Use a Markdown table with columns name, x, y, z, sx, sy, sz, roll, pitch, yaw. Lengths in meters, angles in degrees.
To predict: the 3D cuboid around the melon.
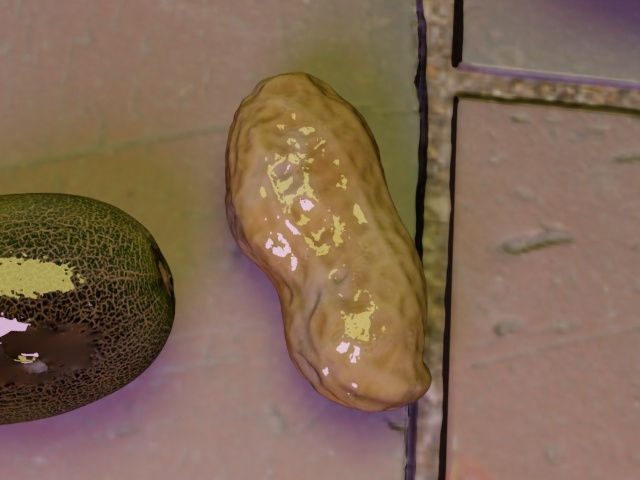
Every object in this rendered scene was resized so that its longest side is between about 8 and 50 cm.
| name | x | y | z | sx | sy | sz | roll | pitch | yaw |
| --- | --- | --- | --- | --- | --- | --- | --- | --- | --- |
| melon | -0.143 | 0.031 | 0.649 | 0.162 | 0.099 | 0.099 | -9 | 65 | -1 |

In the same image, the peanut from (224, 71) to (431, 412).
| name | x | y | z | sx | sy | sz | roll | pitch | yaw |
| --- | --- | --- | --- | --- | --- | --- | --- | --- | --- |
| peanut | 0.000 | 0.000 | 0.689 | 0.080 | 0.080 | 0.174 | -16 | 66 | -12 |
